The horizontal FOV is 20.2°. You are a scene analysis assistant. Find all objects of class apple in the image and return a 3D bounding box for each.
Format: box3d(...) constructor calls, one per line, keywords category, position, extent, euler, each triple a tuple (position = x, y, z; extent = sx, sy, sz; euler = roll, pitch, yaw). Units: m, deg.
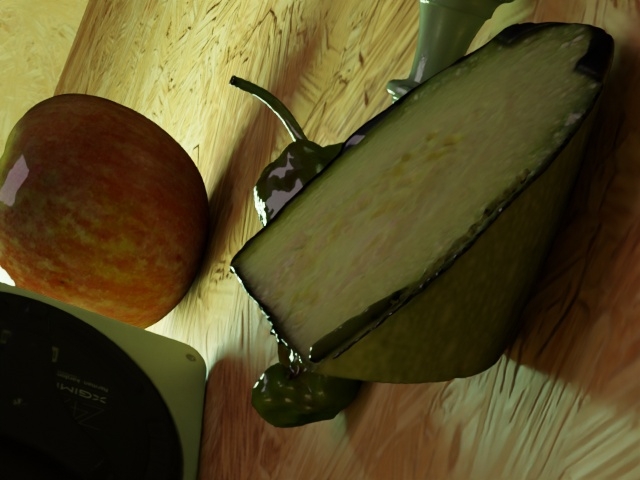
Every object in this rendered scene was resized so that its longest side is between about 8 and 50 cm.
box3d(category="apple", position=(-0.179, -0.016, 1.413), extent=(0.188, 0.174, 0.188), euler=(-60, 15, 28))

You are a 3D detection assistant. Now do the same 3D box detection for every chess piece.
box3d(category="chess piece", position=(0.055, -0.075, 0.893), extent=(0.059, 0.059, 0.149), euler=(-129, 53, -73))

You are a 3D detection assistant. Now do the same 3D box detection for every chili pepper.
box3d(category="chili pepper", position=(0.000, -0.001, 0.952), extent=(0.072, 0.073, 0.204), euler=(-28, 53, 43))

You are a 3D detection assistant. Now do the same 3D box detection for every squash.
box3d(category="squash", position=(0.065, -0.004, 0.752), extent=(0.184, 0.085, 0.192), euler=(-41, 19, 0))

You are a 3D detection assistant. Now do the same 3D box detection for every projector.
box3d(category="projector", position=(-0.203, 0.128, 1.144), extent=(0.259, 0.257, 0.079), euler=(-89, 23, -50))
